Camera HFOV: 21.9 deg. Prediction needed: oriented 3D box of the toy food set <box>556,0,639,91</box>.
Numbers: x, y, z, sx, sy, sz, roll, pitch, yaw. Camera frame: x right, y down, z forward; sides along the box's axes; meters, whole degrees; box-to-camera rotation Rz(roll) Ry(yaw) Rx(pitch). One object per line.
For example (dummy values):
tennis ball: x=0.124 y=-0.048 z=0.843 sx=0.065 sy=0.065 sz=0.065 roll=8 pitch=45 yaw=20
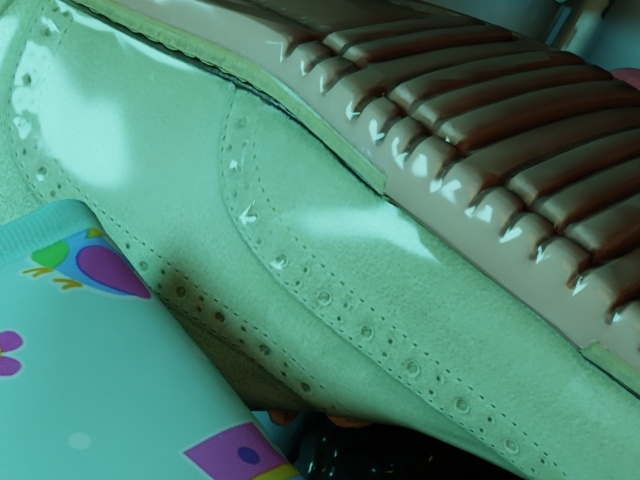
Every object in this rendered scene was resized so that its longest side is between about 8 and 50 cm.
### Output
toy food set: x=0.133 y=-0.098 z=0.539 sx=0.232 sy=0.104 sz=0.111 roll=-39 pitch=93 yaw=-5

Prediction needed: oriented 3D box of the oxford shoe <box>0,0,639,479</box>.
oxford shoe: x=0.000 y=0.000 z=0.472 sx=0.397 sy=0.140 sz=0.146 roll=36 pitch=114 yaw=26

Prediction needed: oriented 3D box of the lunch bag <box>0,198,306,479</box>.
lunch bag: x=-0.102 y=0.146 z=0.335 sx=0.262 sy=0.160 sz=0.223 roll=-27 pitch=56 yaw=-29

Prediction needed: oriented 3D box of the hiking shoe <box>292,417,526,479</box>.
hiking shoe: x=0.114 y=0.065 z=0.533 sx=0.304 sy=0.132 sz=0.113 roll=-37 pitch=57 yaw=15
